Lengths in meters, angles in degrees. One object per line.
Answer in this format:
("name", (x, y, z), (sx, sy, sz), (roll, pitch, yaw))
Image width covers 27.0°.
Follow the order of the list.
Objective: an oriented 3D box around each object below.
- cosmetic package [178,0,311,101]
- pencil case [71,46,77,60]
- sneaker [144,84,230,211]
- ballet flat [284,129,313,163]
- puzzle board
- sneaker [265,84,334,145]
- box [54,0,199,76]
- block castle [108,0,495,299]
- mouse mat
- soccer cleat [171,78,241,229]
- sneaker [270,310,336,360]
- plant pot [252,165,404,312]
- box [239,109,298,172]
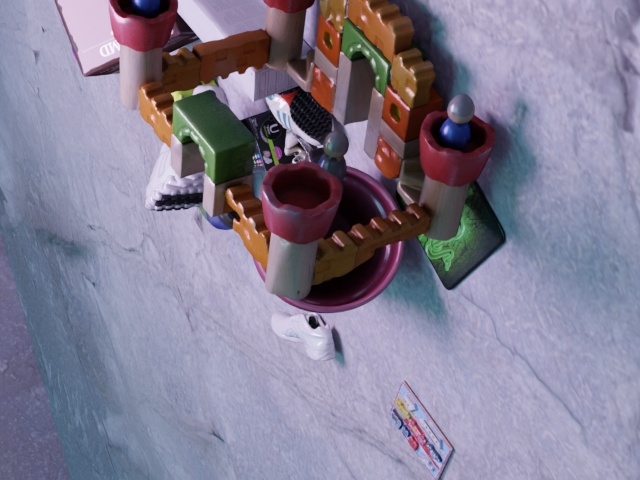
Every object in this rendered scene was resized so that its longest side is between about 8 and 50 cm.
("cosmetic package", (-0.114, -0.300, 1.893), (0.239, 0.099, 0.060), (51, 150, 33))
("pencil case", (-0.379, -0.392, 2.350), (0.104, 0.104, 0.236), (62, 156, 13))
("sneaker", (-0.199, -0.134, 2.055), (0.292, 0.110, 0.118), (-43, 58, 52))
("ballet flat", (-0.029, -0.128, 1.931), (0.114, 0.041, 0.041), (56, 152, 25))
("puzzle board", (0.144, 0.279, 1.947), (0.128, 0.011, 0.096), (53, 151, 27))
("sneaker", (-0.028, -0.178, 1.887), (0.161, 0.057, 0.075), (48, 165, 33))
("box", (-0.328, -0.462, 2.047), (0.191, 0.143, 0.381), (-20, 94, 23))
("block castle", (-0.029, -0.172, 1.586), (0.453, 0.303, 0.212), (50, 147, 35))
("mouse mat", (0.159, -0.031, 1.675), (0.152, 0.007, 0.189), (62, 155, 12))
("soccer cleat", (-0.195, -0.152, 2.173), (0.121, 0.093, 0.289), (1, 112, 56))
("sneaker", (-0.025, 0.137, 2.132), (0.152, 0.054, 0.061), (27, 124, 47))
("plant pot", (0.000, 0.000, 1.822), (0.180, 0.201, 0.201), (165, 84, -81))
("box", (-0.078, -0.149, 1.984), (0.052, 0.062, 0.083), (-1, 108, 63))
